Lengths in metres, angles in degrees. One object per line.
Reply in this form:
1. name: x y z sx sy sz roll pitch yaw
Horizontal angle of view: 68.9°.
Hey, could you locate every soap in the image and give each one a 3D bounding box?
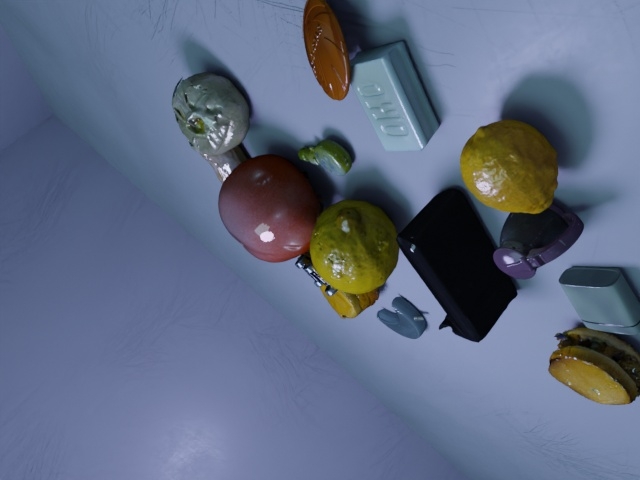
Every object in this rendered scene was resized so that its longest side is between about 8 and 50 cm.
1. soap: 0.137 -0.266 0.888 0.119 0.066 0.198 15 146 52

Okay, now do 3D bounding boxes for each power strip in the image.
1. power strip: 0.299 0.280 1.668 0.168 0.054 0.253 38 159 3

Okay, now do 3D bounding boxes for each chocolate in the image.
1. chocolate: -0.323 -0.283 1.548 0.134 0.134 0.309 23 150 40

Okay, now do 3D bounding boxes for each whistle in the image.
1. whistle: 0.009 -0.222 1.220 0.104 0.057 0.198 50 166 -33

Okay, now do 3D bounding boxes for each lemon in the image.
1. lemon: 0.091 0.015 1.262 0.245 0.245 0.319 33 161 22
2. lemon: 0.314 -0.118 0.770 0.187 0.142 0.142 43 159 -15

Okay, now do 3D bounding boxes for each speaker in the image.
1. speaker: 0.302 0.072 1.109 0.388 0.180 0.184 53 161 -26

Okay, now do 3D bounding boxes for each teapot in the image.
1. teapot: 0.396 0.007 0.854 0.148 0.146 0.116 19 149 45

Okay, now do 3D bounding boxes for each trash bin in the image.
1. trash bin: 0.553 0.116 0.916 0.130 0.059 0.116 51 156 -18

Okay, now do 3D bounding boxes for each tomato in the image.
1. tomato: -0.145 -0.079 1.410 0.341 0.273 0.341 52 168 15

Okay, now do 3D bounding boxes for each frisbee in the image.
1. frisbee: 0.001 -0.358 0.886 0.191 0.035 0.192 68 167 0

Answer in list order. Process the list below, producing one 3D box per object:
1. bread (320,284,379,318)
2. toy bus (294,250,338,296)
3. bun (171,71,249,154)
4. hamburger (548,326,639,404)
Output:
1. bread: 0.104 0.176 1.675 0.195 0.143 0.269 50 162 3
2. toy bus: 0.006 0.083 1.543 0.121 0.123 0.335 45 174 -8
3. bun: -0.319 -0.357 1.324 0.239 0.141 0.238 12 126 17
4. hamburger: 0.618 0.276 1.028 0.182 0.118 0.191 43 162 -13
